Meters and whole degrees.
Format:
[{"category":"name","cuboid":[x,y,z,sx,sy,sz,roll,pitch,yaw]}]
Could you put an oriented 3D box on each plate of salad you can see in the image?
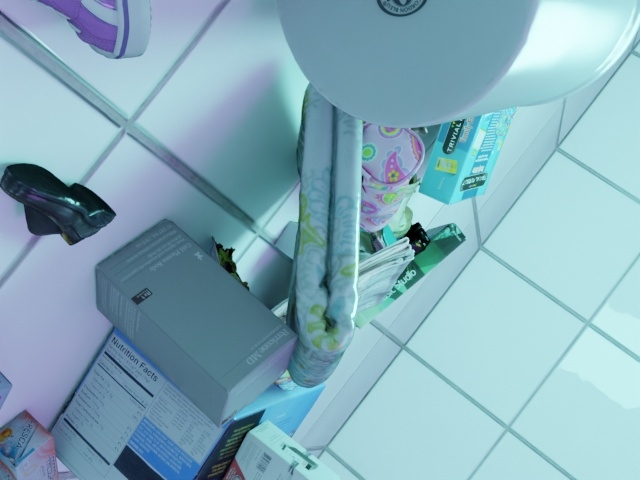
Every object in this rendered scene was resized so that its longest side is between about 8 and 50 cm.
[{"category":"plate of salad","cuboid":[-0.123,0.088,1.197,0.048,0.200,0.200,-14,155,-5]}]

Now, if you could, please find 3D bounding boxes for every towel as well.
[{"category":"towel","cuboid":[0.000,0.000,1.156,0.320,0.090,0.374,97,-5,-71]},{"category":"towel","cuboid":[0.015,0.131,1.606,0.317,0.053,0.332,-27,166,-17]}]

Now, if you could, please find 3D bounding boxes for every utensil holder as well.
[{"category":"utensil holder","cuboid":[0.177,-0.301,0.973,0.385,0.327,0.327,-24,147,-53]}]

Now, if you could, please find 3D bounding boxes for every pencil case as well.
[{"category":"pencil case","cuboid":[0.091,-0.104,1.397,0.124,0.124,0.284,-48,174,-13]}]

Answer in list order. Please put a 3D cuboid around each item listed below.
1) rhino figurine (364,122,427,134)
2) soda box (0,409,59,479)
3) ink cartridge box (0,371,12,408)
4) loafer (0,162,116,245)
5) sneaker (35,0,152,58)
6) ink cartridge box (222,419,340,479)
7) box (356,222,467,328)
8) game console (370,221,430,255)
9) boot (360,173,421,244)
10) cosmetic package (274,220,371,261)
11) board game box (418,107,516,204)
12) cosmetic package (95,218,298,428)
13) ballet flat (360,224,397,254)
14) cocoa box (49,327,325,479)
[{"category":"rhino figurine","cuboid":[0.129,-0.192,1.464,0.106,0.073,0.243,-31,161,-3]},{"category":"soda box","cuboid":[-0.399,0.308,1.122,0.063,0.058,0.183,-40,158,-36]},{"category":"ink cartridge box","cuboid":[-0.465,0.229,0.805,0.186,0.065,0.311,-58,160,16]},{"category":"loafer","cuboid":[-0.264,-0.028,0.816,0.061,0.062,0.170,-48,161,1]},{"category":"sneaker","cuboid":[-0.207,-0.210,0.590,0.161,0.102,0.282,-14,167,-13]},{"category":"ink cartridge box","cuboid":[-0.054,0.331,1.139,0.056,0.135,0.099,-18,139,-62]},{"category":"box","cuboid":[0.180,0.084,1.950,0.322,0.058,0.232,-41,-178,-8]},{"category":"game console","cuboid":[0.159,0.025,1.914,0.213,0.044,0.361,-29,-178,17]},{"category":"boot","cuboid":[0.166,-0.085,1.772,0.213,0.077,0.165,-25,145,-56]},{"category":"cosmetic package","cuboid":[0.010,0.018,1.534,0.060,0.099,0.239,-58,162,9]},{"category":"board game box","cuboid":[0.336,-0.255,1.756,0.254,0.079,0.336,-16,128,-62]},{"category":"cosmetic package","cuboid":[-0.158,0.101,1.033,0.127,0.238,0.107,-40,158,-36]},{"category":"ballet flat","cuboid":[0.103,-0.033,1.660,0.077,0.079,0.221,-57,135,-47]},{"category":"cocoa box","cuboid":[-0.190,0.263,1.271,0.228,0.231,0.347,-57,161,10]}]
